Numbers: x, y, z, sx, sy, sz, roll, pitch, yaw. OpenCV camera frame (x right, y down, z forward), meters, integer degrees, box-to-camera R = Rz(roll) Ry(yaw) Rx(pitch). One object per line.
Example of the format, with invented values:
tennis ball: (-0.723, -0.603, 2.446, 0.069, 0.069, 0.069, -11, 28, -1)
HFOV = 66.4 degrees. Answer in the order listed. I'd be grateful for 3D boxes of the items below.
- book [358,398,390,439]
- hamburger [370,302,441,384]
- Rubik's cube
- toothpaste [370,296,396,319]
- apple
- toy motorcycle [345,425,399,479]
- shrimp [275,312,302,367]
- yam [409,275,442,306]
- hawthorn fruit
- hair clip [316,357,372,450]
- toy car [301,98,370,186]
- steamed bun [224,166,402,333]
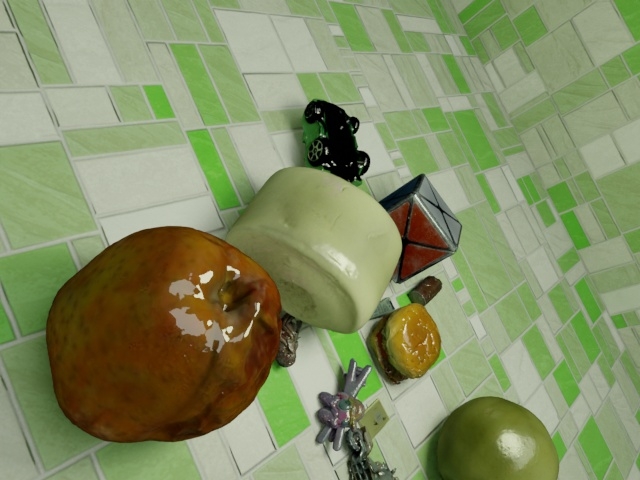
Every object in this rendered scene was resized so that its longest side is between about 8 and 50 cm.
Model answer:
book: (0.163, 0.543, 1.485, 0.111, 0.014, 0.077, -27, 88, -44)
hamburger: (0.283, 0.333, 1.585, 0.244, 0.163, 0.244, 20, 58, -35)
Rubik's cube: (0.317, -0.043, 1.701, 0.255, 0.259, 0.260, 53, 32, -8)
toothpaste: (0.182, 0.238, 1.635, 0.216, 0.037, 0.062, -11, 77, -47)
apple: (0.530, 0.667, 1.511, 0.357, 0.357, 0.357, 18, 59, -33)
toy motorcycle: (0.146, 0.638, 1.382, 0.130, 0.094, 0.229, 4, 55, -44)
shrimp: (-0.089, 0.262, 1.374, 0.073, 0.075, 0.190, 7, 49, -3)
yam: (0.388, 0.188, 1.808, 0.141, 0.079, 0.079, -34, 93, -43)
hawthorn fruit: (-0.290, 0.194, 0.988, 0.471, 0.472, 0.472, 18, 59, -33)
hair clip: (0.068, 0.451, 1.403, 0.137, 0.090, 0.278, 22, 45, 11)
toy car: (0.029, -0.305, 1.681, 0.213, 0.176, 0.359, 9, 60, -39)
steamed bun: (0.000, 0.000, 1.360, 0.456, 0.290, 0.371, 31, 55, 0)
